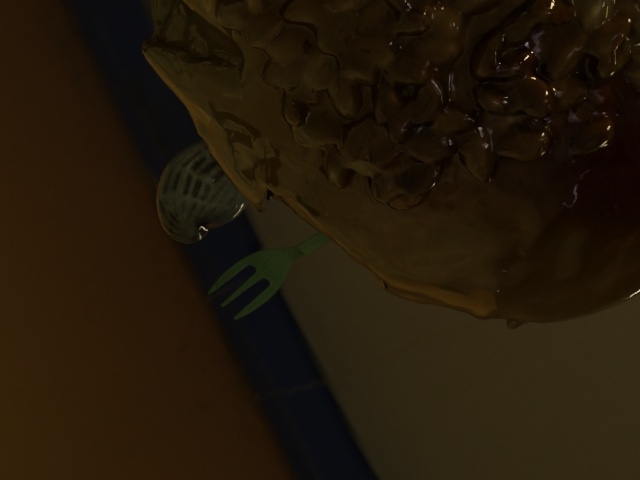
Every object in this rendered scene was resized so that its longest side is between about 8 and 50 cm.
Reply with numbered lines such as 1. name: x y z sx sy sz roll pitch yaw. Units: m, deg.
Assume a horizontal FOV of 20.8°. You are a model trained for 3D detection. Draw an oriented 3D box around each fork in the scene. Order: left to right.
1. fork: 0.001 -0.001 1.219 0.039 0.021 0.235 42 -44 -14

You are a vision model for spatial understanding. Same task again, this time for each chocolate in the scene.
1. chocolate: -0.069 -0.068 1.428 0.072 0.167 0.072 46 5 -5

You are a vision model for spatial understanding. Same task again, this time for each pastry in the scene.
1. pastry: 0.107 -0.164 0.873 0.409 0.409 0.245 64 -13 -3
